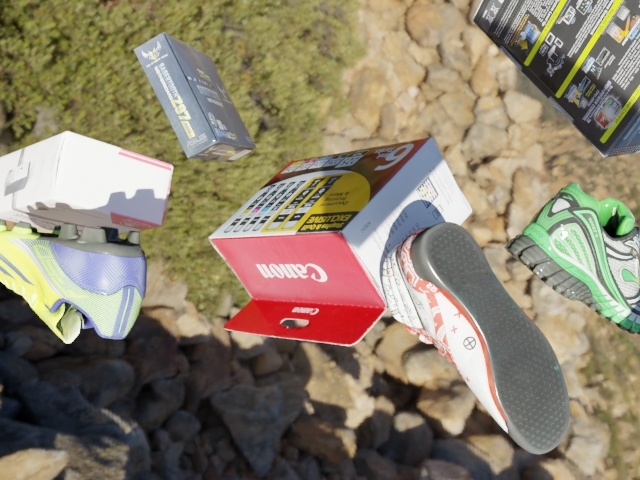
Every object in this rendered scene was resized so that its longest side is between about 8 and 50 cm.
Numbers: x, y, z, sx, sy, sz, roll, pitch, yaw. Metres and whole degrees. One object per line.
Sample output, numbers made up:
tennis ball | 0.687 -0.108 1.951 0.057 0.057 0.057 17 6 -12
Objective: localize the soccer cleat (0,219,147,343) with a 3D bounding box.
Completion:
soccer cleat | -0.283 0.043 0.840 0.093 0.289 0.121 6 87 -45

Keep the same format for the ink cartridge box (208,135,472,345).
ink cartridge box | 0.000 0.000 1.109 0.272 0.309 0.130 -46 115 -30

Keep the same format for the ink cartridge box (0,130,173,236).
ink cartridge box | -0.326 -0.067 1.082 0.158 0.217 0.092 16 77 -40

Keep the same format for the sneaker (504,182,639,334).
sneaker | 0.419 0.031 1.158 0.343 0.146 0.134 25 19 -42

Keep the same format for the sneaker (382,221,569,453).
sneaker | 0.167 0.109 0.907 0.090 0.145 0.270 -31 91 -20

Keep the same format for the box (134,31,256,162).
box | -0.192 -0.220 1.289 0.183 0.059 0.232 63 10 2

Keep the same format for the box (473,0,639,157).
box | 0.270 -0.244 0.707 0.060 0.270 0.216 -12 53 -33
